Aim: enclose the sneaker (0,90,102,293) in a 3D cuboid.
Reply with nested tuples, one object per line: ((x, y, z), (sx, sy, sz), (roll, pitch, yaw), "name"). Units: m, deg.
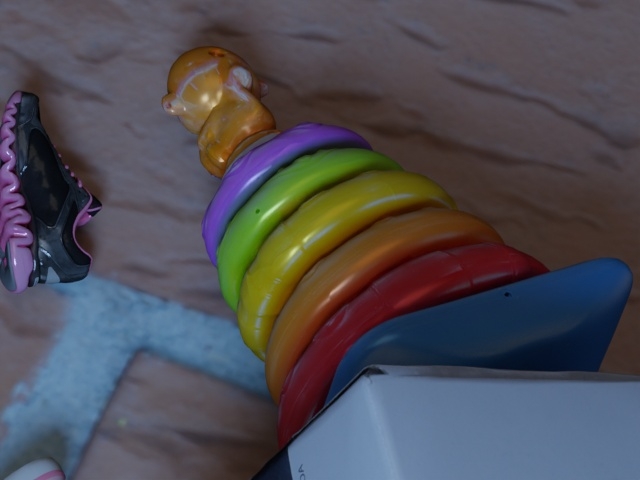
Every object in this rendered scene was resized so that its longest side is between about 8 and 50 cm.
((-0.150, -0.027, 0.984), (0.057, 0.047, 0.119), (-1, 67, -15), "sneaker")

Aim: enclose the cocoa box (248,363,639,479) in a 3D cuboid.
((0.094, 0.254, 0.707), (0.231, 0.228, 0.347), (4, 57, -32), "cocoa box")

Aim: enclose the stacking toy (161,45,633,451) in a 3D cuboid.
((0.000, 0.000, 0.935), (0.175, 0.166, 0.302), (-15, 51, -32), "stacking toy")

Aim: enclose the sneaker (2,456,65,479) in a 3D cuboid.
((-0.158, 0.171, 0.862), (0.070, 0.051, 0.134), (40, 67, 14), "sneaker")
